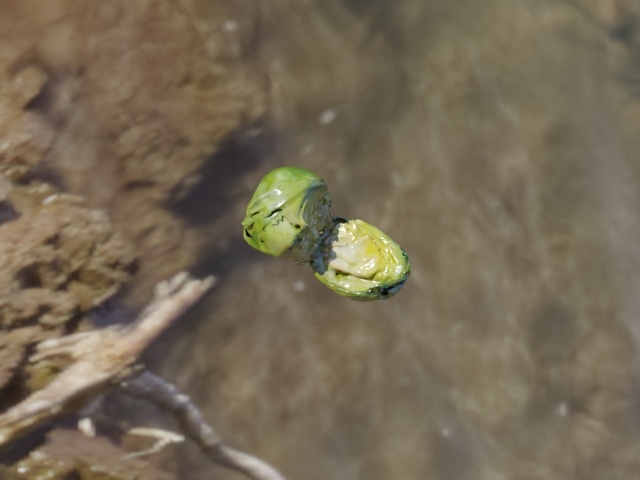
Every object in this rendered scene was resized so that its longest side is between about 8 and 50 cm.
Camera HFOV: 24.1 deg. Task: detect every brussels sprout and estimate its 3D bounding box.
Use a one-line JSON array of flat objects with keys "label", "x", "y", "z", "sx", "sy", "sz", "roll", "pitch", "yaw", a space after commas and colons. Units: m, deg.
[{"label": "brussels sprout", "x": 0.000, "y": 0.000, "z": 0.713, "sx": 0.083, "sy": 0.051, "sz": 0.046, "roll": 40, "pitch": 87, "yaw": -19}]
